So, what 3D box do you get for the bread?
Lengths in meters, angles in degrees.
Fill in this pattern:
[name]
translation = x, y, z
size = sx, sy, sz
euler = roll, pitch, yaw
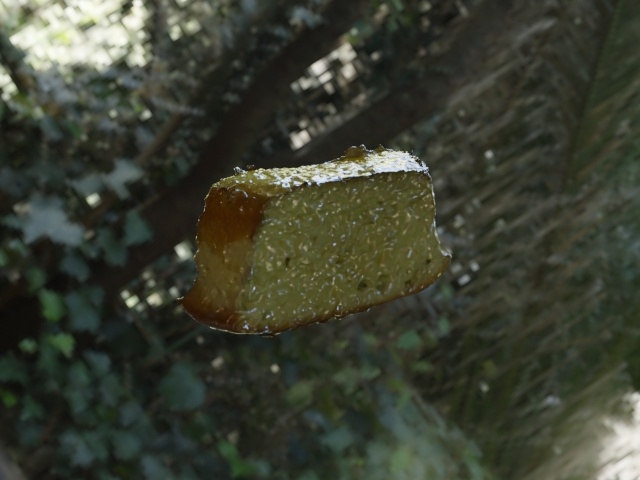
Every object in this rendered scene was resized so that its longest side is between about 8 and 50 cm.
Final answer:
[bread]
translation = 0.000, 0.000, 0.976
size = 0.065, 0.187, 0.103
euler = 30, -56, 56
